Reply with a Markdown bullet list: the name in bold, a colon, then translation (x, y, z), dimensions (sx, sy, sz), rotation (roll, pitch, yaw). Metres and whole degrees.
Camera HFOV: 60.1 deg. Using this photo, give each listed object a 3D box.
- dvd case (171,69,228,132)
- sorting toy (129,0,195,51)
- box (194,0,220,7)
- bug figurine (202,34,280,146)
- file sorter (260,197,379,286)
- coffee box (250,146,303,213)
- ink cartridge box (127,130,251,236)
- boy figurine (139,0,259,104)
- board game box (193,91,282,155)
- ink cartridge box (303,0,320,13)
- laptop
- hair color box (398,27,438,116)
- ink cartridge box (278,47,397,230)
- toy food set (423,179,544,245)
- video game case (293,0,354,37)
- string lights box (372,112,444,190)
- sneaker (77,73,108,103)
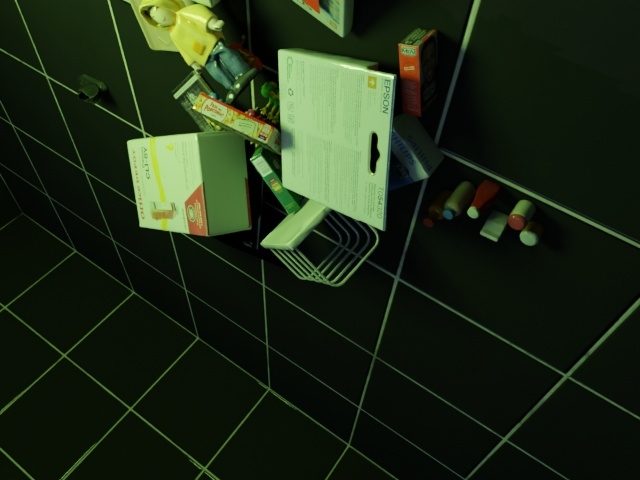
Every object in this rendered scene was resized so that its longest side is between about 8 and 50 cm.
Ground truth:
- **dvd case**: translation (-0.318, -0.360, 1.569), dimensions (0.221, 0.018, 0.165), rotation (52, 148, -17)
- **sorting toy**: translation (-0.378, -0.565, 1.376), dimensions (0.208, 0.038, 0.192), rotation (14, 139, 31)
- **box**: translation (-0.319, -0.608, 1.186), dimensions (0.275, 0.094, 0.113), rotation (29, 156, 20)
- **bug figurine**: translation (-0.180, -0.358, 1.370), dimensions (0.216, 0.072, 0.279), rotation (39, 144, -7)
- **file sorter**: translation (0.000, 0.000, 1.430), dimensions (0.173, 0.193, 0.278), rotation (46, 166, -14)
- **coffee box**: translation (-0.114, -0.168, 1.493), dimensions (0.041, 0.113, 0.184), rotation (-30, 111, 17)
- **ink cartridge box**: translation (-0.389, -0.169, 1.613), dimensions (0.385, 0.161, 0.278), rotation (7, 106, 45)
- **boy figurine**: translation (-0.264, -0.439, 1.205), dimensions (0.285, 0.092, 0.177), rotation (43, 148, -15)
- **board game box**: translation (-0.184, -0.271, 1.305), dimensions (0.194, 0.045, 0.147), rotation (26, -178, 8)
- **ink cartridge box**: translation (-0.183, -0.532, 0.914), dimensions (0.385, 0.091, 0.308), rotation (40, 178, 7)
- **laptop**: translation (-0.265, -0.102, 1.826), dimensions (0.382, 0.236, 0.407), rotation (20, 114, 31)
- **hair color box**: translation (0.184, -0.312, 1.028), dimensions (0.043, 0.072, 0.141), rotation (21, 143, 31)
- **ink cartridge box**: translation (0.041, -0.222, 1.178), dimensions (0.330, 0.072, 0.323), rotation (26, 128, 37)
- **toy food set**: translation (0.339, -0.046, 1.148), dimensions (0.232, 0.104, 0.111), rotation (28, 146, 21)
- **video game case**: translation (-0.066, -0.521, 0.948), dimensions (0.300, 0.036, 0.329), rotation (38, 175, 6)
- **string lights box**: translation (0.131, -0.180, 1.240), dimensions (0.133, 0.076, 0.260), rotation (52, 147, -16)
- **sneaker**: translation (-0.774, -0.499, 1.830), dimensions (0.170, 0.089, 0.051), rotation (23, 144, 28)
